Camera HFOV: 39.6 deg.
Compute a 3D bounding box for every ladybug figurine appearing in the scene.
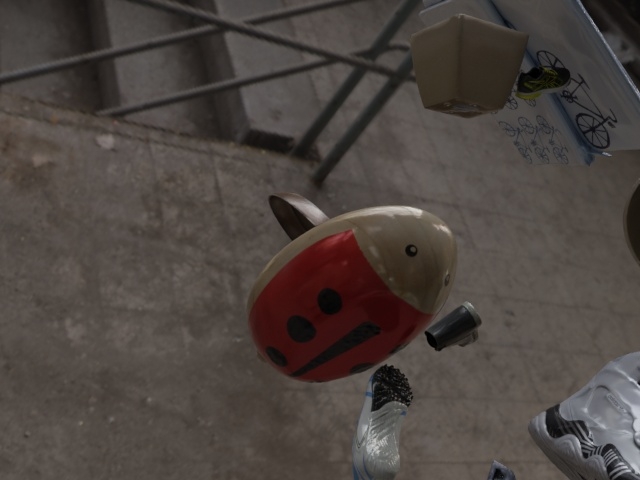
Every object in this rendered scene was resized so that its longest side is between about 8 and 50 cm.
[{"bbox_3d":[0.049,0.119,1.570,0.305,0.449,0.161,33,34,-28],"label":"ladybug figurine"}]

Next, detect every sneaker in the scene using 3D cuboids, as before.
[{"bbox_3d":[0.282,-0.204,1.116,0.083,0.035,0.031,-25,43,-22],"label":"sneaker"},{"bbox_3d":[0.091,0.295,1.414,0.085,0.086,0.237,32,40,-13],"label":"sneaker"},{"bbox_3d":[0.290,0.208,2.010,0.118,0.222,0.083,-30,70,-6],"label":"sneaker"},{"bbox_3d":[0.446,0.262,1.182,0.137,0.210,0.366,50,-8,-18],"label":"sneaker"}]

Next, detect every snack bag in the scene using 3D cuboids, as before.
[{"bbox_3d":[0.305,-0.234,1.253,0.037,0.342,0.323,-42,106,-13],"label":"snack bag"}]

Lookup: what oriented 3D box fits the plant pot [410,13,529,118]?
[{"bbox_3d":[0.180,-0.210,1.106,0.109,0.109,0.096,9,84,-28],"label":"plant pot"}]

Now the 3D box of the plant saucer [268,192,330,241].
[{"bbox_3d":[0.000,0.000,2.032,0.050,0.310,0.310,-43,83,-13],"label":"plant saucer"}]

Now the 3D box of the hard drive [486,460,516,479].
[{"bbox_3d":[0.327,0.568,1.680,0.054,0.172,0.254,7,55,27],"label":"hard drive"}]

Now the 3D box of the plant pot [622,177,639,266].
[{"bbox_3d":[0.673,-0.068,1.472,0.256,0.256,0.274,47,43,8],"label":"plant pot"}]
